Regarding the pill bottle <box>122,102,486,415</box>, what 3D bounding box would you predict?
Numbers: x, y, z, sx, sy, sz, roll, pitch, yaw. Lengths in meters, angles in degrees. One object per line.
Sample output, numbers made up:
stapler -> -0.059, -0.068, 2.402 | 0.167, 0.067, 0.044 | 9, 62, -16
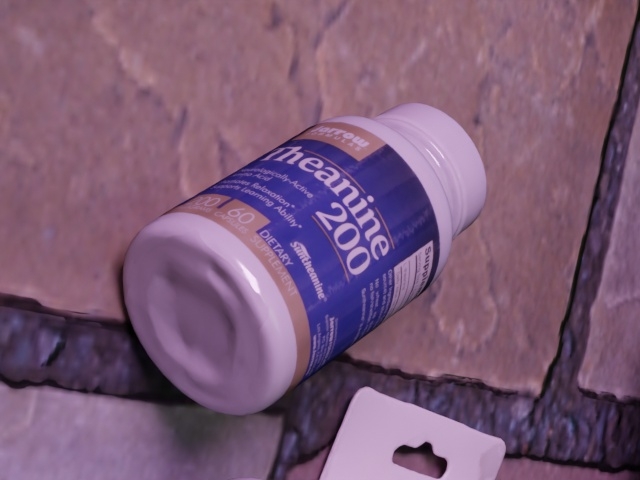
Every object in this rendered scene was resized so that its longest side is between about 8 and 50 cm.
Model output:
pill bottle -> 0.000, 0.000, 0.526 | 0.120, 0.067, 0.067 | -34, 123, -41

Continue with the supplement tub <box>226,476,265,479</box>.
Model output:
supplement tub -> -0.040, 0.131, 0.508 | 0.107, 0.071, 0.071 | -41, 128, -37

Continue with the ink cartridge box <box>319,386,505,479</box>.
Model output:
ink cartridge box -> 0.036, 0.165, 0.608 | 0.115, 0.067, 0.198 | 26, 80, -49
